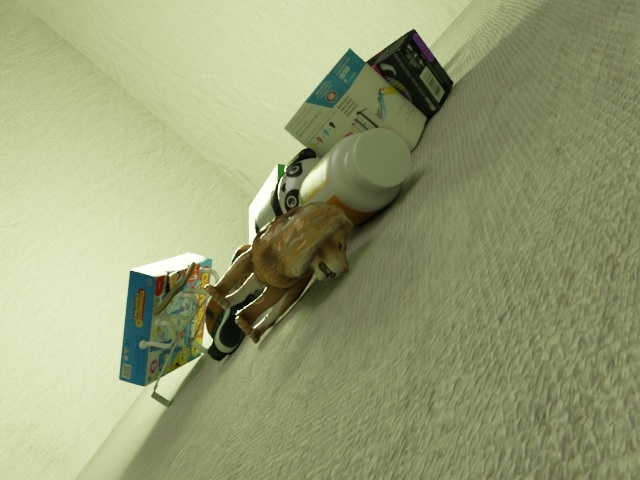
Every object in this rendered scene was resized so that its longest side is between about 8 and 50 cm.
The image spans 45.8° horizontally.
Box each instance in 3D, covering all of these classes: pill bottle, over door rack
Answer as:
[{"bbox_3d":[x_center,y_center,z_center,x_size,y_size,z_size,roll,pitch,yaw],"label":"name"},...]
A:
[{"bbox_3d":[0.061,-0.104,1.317,0.136,0.136,0.245,-52,7,-23],"label":"pill bottle"},{"bbox_3d":[-0.376,0.249,2.006,0.239,0.108,0.324,-56,-14,-47],"label":"over door rack"}]

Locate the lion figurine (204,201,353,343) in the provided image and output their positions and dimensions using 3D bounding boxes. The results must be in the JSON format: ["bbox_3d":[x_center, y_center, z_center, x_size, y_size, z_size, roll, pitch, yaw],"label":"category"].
[{"bbox_3d":[-0.067,0.052,1.311,0.240,0.142,0.392,-43,1,-10],"label":"lion figurine"}]

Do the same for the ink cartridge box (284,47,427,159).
[{"bbox_3d":[0.079,-0.248,1.608,0.171,0.232,0.168,-46,9,33],"label":"ink cartridge box"}]

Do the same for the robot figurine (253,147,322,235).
[{"bbox_3d":[-0.038,-0.057,1.558,0.173,0.209,0.278,-38,-1,-31],"label":"robot figurine"}]

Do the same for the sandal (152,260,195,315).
[{"bbox_3d":[-0.383,0.116,1.962,0.180,0.049,0.072,-53,5,-26],"label":"sandal"}]

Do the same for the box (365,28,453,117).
[{"bbox_3d":[0.140,-0.329,1.737,0.270,0.165,0.143,-29,18,37],"label":"box"}]

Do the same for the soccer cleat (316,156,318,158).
[{"bbox_3d":[0.111,-0.231,1.975,0.331,0.143,0.116,-32,-34,-20],"label":"soccer cleat"}]

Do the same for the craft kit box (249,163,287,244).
[{"bbox_3d":[-0.133,-0.039,2.068,0.246,0.060,0.250,134,139,-51],"label":"craft kit box"}]

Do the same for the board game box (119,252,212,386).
[{"bbox_3d":[-0.426,0.212,2.112,0.302,0.086,0.309,-21,-58,-68],"label":"board game box"}]

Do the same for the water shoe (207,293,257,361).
[{"bbox_3d":[-0.204,0.193,1.736,0.080,0.073,0.203,-49,5,34],"label":"water shoe"}]

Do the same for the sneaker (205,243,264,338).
[{"bbox_3d":[-0.187,0.138,1.927,0.131,0.112,0.297,-4,-46,-51],"label":"sneaker"}]
